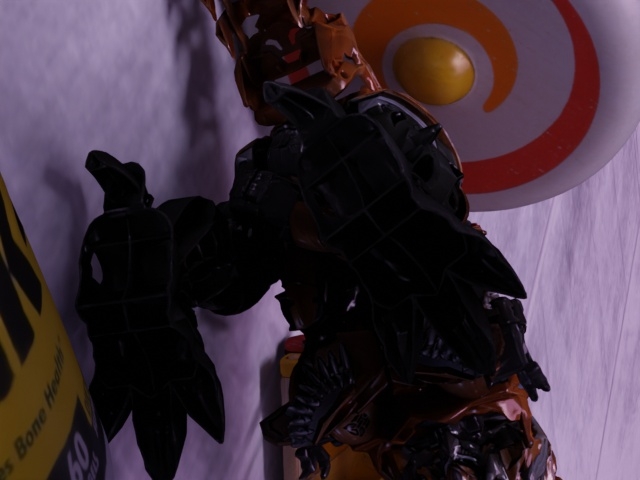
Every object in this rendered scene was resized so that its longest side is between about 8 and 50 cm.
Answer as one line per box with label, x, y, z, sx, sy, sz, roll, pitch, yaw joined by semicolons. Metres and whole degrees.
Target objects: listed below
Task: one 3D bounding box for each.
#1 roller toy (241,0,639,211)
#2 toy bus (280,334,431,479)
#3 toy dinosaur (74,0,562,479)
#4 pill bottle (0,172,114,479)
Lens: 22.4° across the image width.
roller toy;0.065;-0.117;0.751;0.146;0.191;0.209;-69;153;-45
toy bus;0.050;0.089;0.848;0.191;0.104;0.202;66;30;-51
toy dinosaur;0.000;0.000;0.660;0.322;0.164;0.218;46;21;3
pill bottle;-0.123;-0.006;0.312;0.119;0.119;0.208;-69;153;-46
